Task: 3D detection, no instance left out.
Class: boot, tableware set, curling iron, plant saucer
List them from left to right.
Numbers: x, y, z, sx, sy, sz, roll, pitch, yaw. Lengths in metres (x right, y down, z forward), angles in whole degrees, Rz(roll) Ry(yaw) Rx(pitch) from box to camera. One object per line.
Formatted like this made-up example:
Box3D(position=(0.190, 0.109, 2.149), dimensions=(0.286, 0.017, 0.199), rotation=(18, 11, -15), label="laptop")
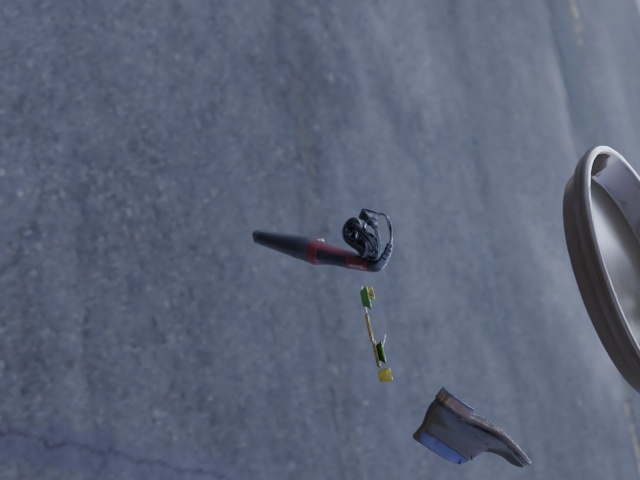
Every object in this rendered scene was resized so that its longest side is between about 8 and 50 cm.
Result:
Box3D(position=(0.000, 0.000, 1.597), dimensions=(0.035, 0.274, 0.068), rotation=(12, 84, -31), label="curling iron")
Box3D(position=(0.087, 0.142, 2.127), dimensions=(0.104, 0.024, 0.154), rotation=(-47, 125, -86), label="tableware set")
Box3D(position=(0.266, 0.359, 2.446), dimensions=(0.219, 0.106, 0.082), rotation=(38, 1, -13), label="boot")
Box3D(position=(0.310, 0.040, 1.372), dimensions=(0.278, 0.041, 0.278), rotation=(41, 37, -41), label="plant saucer")
